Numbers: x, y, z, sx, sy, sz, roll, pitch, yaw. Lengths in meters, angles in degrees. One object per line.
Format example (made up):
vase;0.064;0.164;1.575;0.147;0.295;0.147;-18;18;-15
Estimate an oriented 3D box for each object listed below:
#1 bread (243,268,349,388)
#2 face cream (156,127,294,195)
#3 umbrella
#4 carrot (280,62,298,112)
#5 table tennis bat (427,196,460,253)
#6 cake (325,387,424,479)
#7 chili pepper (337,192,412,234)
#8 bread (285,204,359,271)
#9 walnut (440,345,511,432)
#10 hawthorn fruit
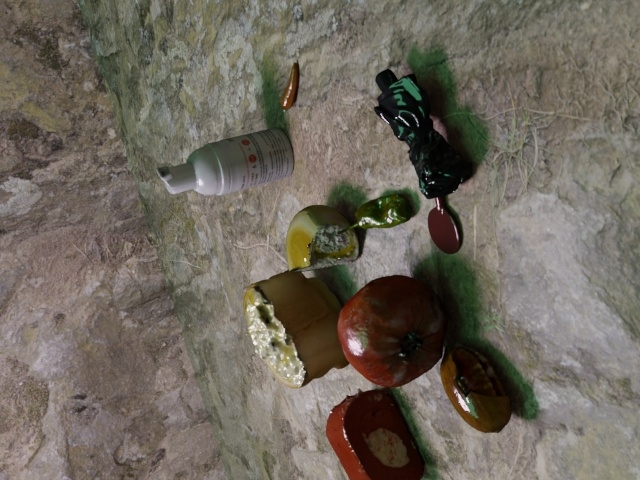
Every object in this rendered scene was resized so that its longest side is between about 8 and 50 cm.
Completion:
bread;-0.065;0.235;1.932;0.315;0.270;0.211;58;137;10
face cream;-0.264;-0.196;1.918;0.145;0.370;0.145;41;139;47
umbrella;0.183;-0.211;1.351;0.272;0.110;0.122;64;-172;17
carrot;-0.075;-0.385;1.817;0.035;0.035;0.142;54;141;32
table tennis bat;0.243;-0.044;1.436;0.098;0.019;0.154;24;130;57
cake;0.131;0.520;1.835;0.283;0.177;0.151;66;154;8
chili pepper;0.126;-0.060;1.594;0.204;0.073;0.072;-12;78;52
bread;0.003;-0.010;1.789;0.261;0.158;0.156;-19;79;64
walnut;0.307;0.293;1.439;0.116;0.116;0.207;100;149;-44
hawthorn fruit;0.142;0.179;1.558;0.272;0.242;0.242;-145;43;-67
